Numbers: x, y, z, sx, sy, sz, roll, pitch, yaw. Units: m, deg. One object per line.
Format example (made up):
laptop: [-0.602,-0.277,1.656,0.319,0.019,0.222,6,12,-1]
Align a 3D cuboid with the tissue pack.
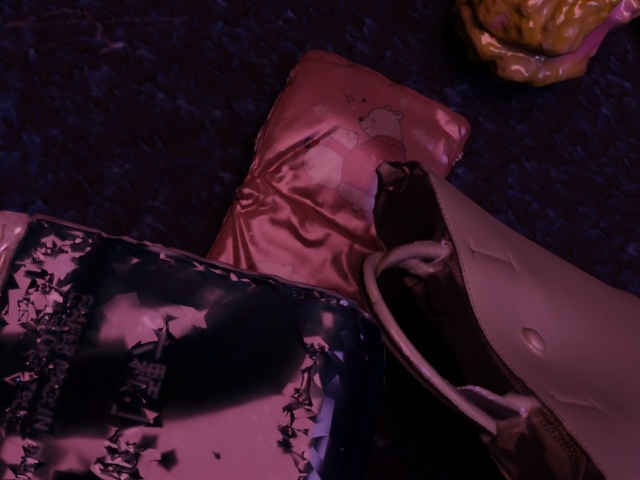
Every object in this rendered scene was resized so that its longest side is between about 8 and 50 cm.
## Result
tissue pack: [-0.140,0.223,0.497,0.253,0.264,0.417,16,69,-3]

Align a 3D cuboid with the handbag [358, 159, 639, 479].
handbag: [0.128,0.067,0.618,0.109,0.315,0.241,-37,52,13]

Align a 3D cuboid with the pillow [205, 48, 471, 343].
pillow: [0.000,0.000,0.742,0.135,0.049,0.248,25,71,-8]

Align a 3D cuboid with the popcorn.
popcorn: [0.165,-0.177,0.814,0.145,0.126,0.126,-26,94,-5]
